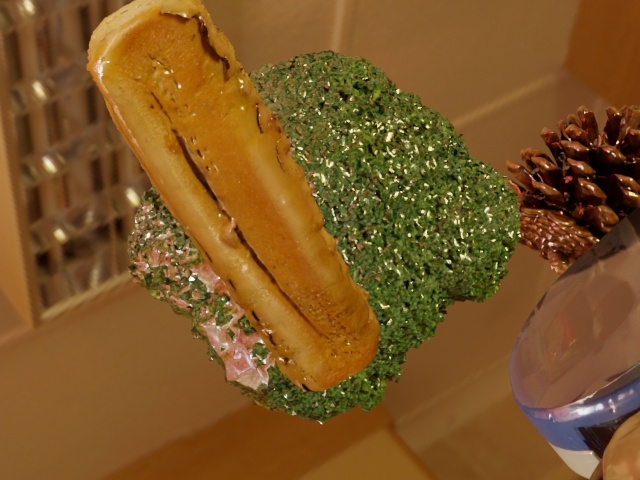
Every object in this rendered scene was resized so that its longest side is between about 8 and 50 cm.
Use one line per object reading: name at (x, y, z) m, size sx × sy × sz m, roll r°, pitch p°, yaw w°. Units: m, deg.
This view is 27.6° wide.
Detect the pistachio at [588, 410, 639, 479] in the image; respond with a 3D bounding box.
pistachio at (0.278, 0.177, 0.910) m, size 0.237 × 0.153 × 0.138 m, roll -13°, pitch -48°, yaw -42°

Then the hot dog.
hot dog at (-0.042, -0.022, 0.757) m, size 0.083 × 0.068 × 0.289 m, roll -24°, pitch -52°, yaw 6°

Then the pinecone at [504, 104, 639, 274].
pinecone at (0.317, -0.066, 1.535) m, size 0.212 × 0.185 × 0.169 m, roll -42°, pitch -68°, yaw -19°

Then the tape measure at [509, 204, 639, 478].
tape measure at (0.318, 0.111, 1.277) m, size 0.262 × 0.138 × 0.259 m, roll -42°, pitch 16°, yaw 19°

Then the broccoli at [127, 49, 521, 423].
broccoli at (0.000, 0.000, 1.032) m, size 0.307 × 0.308 × 0.275 m, roll -29°, pitch -30°, yaw -24°
